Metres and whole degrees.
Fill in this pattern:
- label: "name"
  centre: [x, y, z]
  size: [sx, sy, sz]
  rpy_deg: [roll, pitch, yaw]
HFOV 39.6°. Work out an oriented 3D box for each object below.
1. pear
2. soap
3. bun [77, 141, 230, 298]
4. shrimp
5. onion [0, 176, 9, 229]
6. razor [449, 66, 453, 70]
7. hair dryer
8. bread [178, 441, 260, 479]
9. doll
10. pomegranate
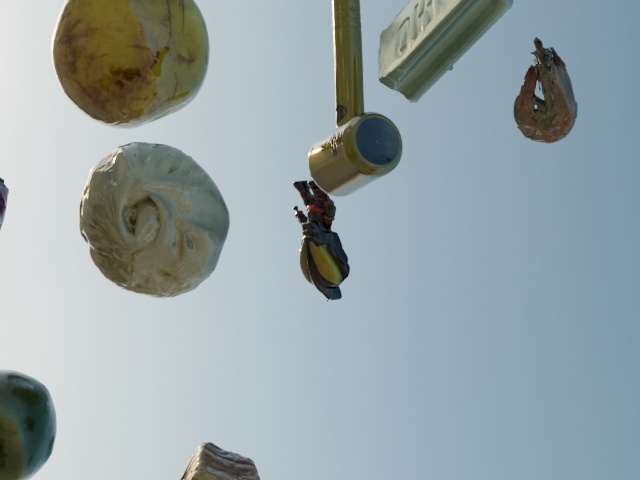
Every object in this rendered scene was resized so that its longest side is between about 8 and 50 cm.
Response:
- label: "pear"
  centre: [-0.323, -0.330, 1.520]
  size: [0.281, 0.281, 0.280]
  rpy_deg: [32, -42, 34]
- label: "soap"
  centre: [0.151, -0.276, 1.109]
  size: [0.063, 0.114, 0.198]
  rpy_deg: [22, -40, -22]
- label: "bun"
  centre: [-0.196, -0.018, 0.987]
  size: [0.183, 0.102, 0.183]
  rpy_deg: [1, -85, 15]
- label: "shrimp"
  centre: [0.355, -0.234, 1.414]
  size: [0.101, 0.042, 0.190]
  rpy_deg: [-5, -53, 16]
- label: "onion"
  centre: [-0.439, -0.044, 0.835]
  size: [0.250, 0.247, 0.111]
  rpy_deg: [36, -30, -11]
- label: "razor"
  centre: [0.179, -0.342, 1.490]
  size: [0.040, 0.068, 0.135]
  rpy_deg: [-92, 168, -49]
- label: "hair dryer"
  centre: [0.044, -0.210, 1.223]
  size: [0.135, 0.090, 0.278]
  rpy_deg: [155, -65, -66]
- label: "bread"
  centre: [-0.195, 0.478, 1.649]
  size: [0.149, 0.158, 0.143]
  rpy_deg: [28, 3, -14]
- label: "doll"
  centre: [-0.003, 0.001, 1.766]
  size: [0.127, 0.088, 0.248]
  rpy_deg: [-151, -129, -78]
- label: "pomegranate"
  centre: [-0.365, 0.219, 0.960]
  size: [0.191, 0.152, 0.131]
  rpy_deg: [-118, -144, -63]
